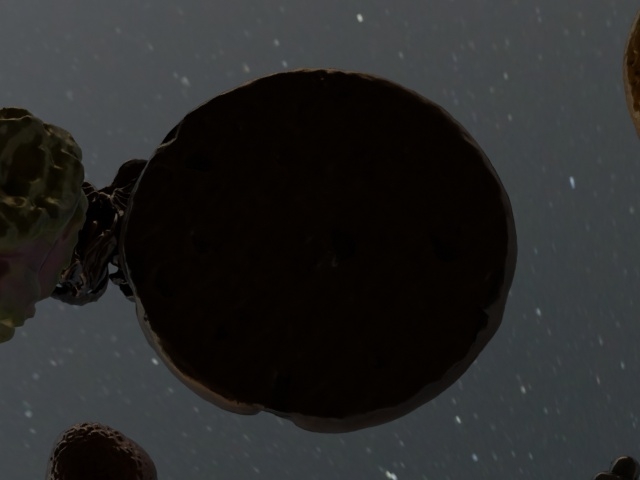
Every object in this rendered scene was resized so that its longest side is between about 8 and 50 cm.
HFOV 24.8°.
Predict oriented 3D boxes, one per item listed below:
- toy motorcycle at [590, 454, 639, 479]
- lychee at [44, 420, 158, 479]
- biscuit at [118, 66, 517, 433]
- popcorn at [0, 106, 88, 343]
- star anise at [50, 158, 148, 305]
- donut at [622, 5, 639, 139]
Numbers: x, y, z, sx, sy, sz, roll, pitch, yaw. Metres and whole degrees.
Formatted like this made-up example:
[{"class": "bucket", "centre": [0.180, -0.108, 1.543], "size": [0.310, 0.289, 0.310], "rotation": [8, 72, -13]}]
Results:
[{"class": "toy motorcycle", "centre": [0.239, 0.242, 1.215], "size": [0.061, 0.193, 0.124], "rotation": [17, -74, 20]}, {"class": "lychee", "centre": [-0.203, 0.236, 1.334], "size": [0.114, 0.101, 0.140], "rotation": [-22, -82, -14]}, {"class": "biscuit", "centre": [0.000, 0.000, 0.763], "size": [0.212, 0.036, 0.212], "rotation": [3, -116, -6]}, {"class": "popcorn", "centre": [-0.204, -0.011, 0.878], "size": [0.126, 0.125, 0.145], "rotation": [1, -104, 24]}, {"class": "star anise", "centre": [-0.212, -0.008, 1.397], "size": [0.220, 0.126, 0.190], "rotation": [-1, -137, -26]}, {"class": "donut", "centre": [0.432, -0.187, 1.448], "size": [0.302, 0.110, 0.303], "rotation": [-12, -113, 31]}]
